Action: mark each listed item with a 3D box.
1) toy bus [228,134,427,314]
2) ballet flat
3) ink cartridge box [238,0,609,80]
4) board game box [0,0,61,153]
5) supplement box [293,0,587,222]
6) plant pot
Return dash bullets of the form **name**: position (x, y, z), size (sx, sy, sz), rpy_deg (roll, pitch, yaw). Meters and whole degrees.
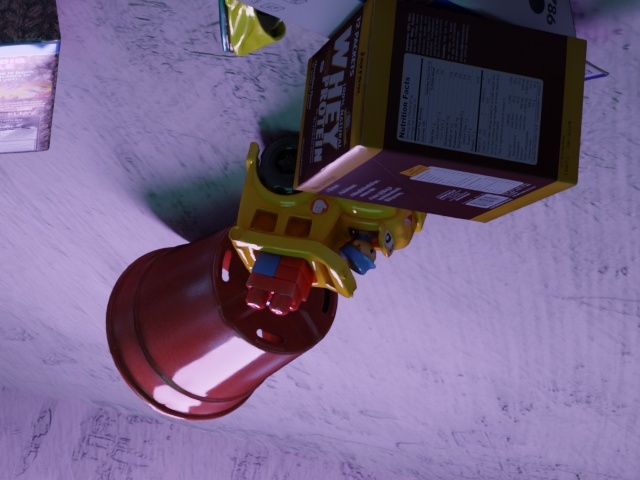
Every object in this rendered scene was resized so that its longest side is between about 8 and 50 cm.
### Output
- **toy bus**: position (0.000, 0.000, 1.589), size (0.220, 0.211, 0.149), rpy_deg (10, 155, 16)
- **ballet flat**: position (-0.069, -0.250, 1.253), size (0.077, 0.077, 0.231), rpy_deg (-6, 159, 2)
- **ink cartridge box**: position (0.092, -0.206, 1.161), size (0.333, 0.065, 0.165), rpy_deg (17, 163, -40)
- **board game box**: position (-0.404, -0.203, 1.394), size (0.232, 0.141, 0.291), rpy_deg (-5, 163, -16)
- **supplement box**: position (0.099, -0.107, 1.160), size (0.194, 0.129, 0.191), rpy_deg (9, 168, -16)
- **plant pot**: position (-0.128, 0.096, 1.883), size (0.272, 0.272, 0.265), rpy_deg (28, 148, -22)
